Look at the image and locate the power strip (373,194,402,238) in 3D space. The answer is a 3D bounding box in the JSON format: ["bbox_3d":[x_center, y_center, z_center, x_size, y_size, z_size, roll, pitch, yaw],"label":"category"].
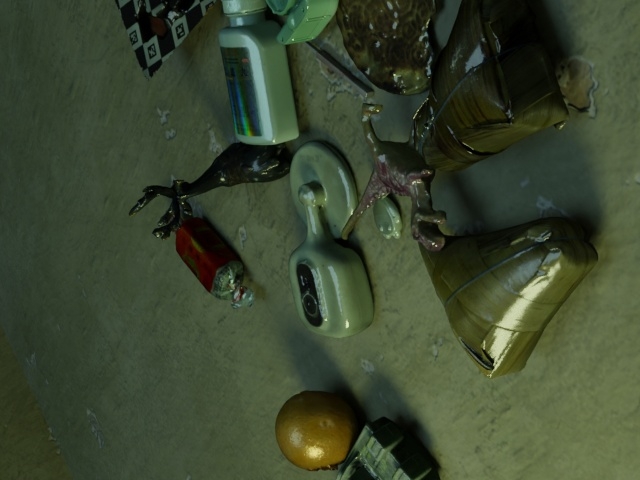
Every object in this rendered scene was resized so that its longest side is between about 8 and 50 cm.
[{"bbox_3d":[0.087,-0.040,1.566,0.055,0.035,0.083,-1,108,56],"label":"power strip"}]

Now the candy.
[{"bbox_3d":[-0.203,0.031,2.009,0.292,0.059,0.086,46,137,32],"label":"candy"}]

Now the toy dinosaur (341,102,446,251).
[{"bbox_3d":[0.089,-0.081,1.466,0.251,0.072,0.199,11,104,50],"label":"toy dinosaur"}]

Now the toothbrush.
[{"bbox_3d":[0.011,-0.258,1.580,0.194,0.014,0.017,47,140,32],"label":"toothbrush"}]

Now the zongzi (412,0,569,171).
[{"bbox_3d":[0.168,-0.212,1.294,0.221,0.112,0.242,-28,75,58],"label":"zongzi"}]

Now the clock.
[{"bbox_3d":[-0.041,-0.376,1.533,0.148,0.060,0.188,137,117,-67],"label":"clock"}]

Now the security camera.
[{"bbox_3d":[0.000,0.000,1.682,0.157,0.080,0.301,5,108,56],"label":"security camera"}]

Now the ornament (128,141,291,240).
[{"bbox_3d":[-0.180,-0.081,1.750,0.202,0.236,0.080,4,120,57],"label":"ornament"}]

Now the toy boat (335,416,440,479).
[{"bbox_3d":[0.084,0.405,1.749,0.141,0.092,0.319,47,143,21],"label":"toy boat"}]

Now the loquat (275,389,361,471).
[{"bbox_3d":[-0.004,0.309,1.798,0.141,0.141,0.141,31,131,45],"label":"loquat"}]

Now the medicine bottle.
[{"bbox_3d":[-0.098,-0.264,1.677,0.121,0.083,0.228,16,118,55],"label":"medicine bottle"}]

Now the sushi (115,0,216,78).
[{"bbox_3d":[-0.233,-0.409,1.828,0.279,0.043,0.192,-42,64,40],"label":"sushi"}]

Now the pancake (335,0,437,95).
[{"bbox_3d":[0.105,-0.322,1.396,0.286,0.033,0.288,17,120,50],"label":"pancake"}]

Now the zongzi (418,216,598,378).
[{"bbox_3d":[0.215,0.008,1.361,0.228,0.115,0.256,-63,38,38],"label":"zongzi"}]
